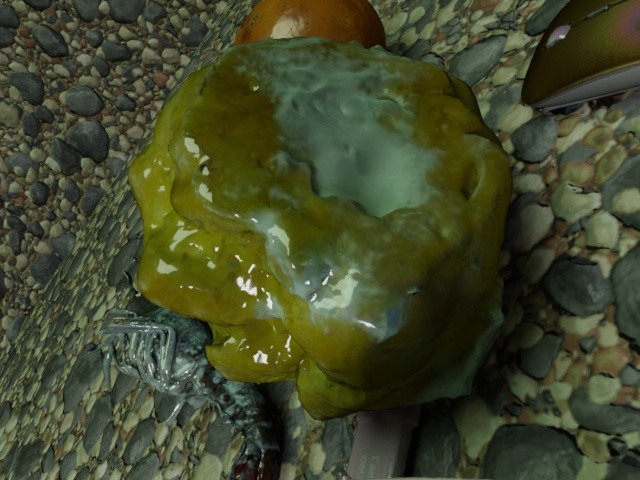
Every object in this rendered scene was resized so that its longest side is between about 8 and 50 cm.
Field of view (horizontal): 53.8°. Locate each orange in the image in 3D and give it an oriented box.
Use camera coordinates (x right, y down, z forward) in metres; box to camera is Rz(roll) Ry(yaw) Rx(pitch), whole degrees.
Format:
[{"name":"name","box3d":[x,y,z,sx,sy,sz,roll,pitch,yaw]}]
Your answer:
[{"name":"orange","box3d":[-0.026,-0.292,1.042,0.283,0.226,0.284,-33,43,38]}]

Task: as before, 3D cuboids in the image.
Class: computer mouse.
[{"name":"computer mouse","box3d":[0.328,-0.215,0.614,0.310,0.071,0.158,-4,55,54]}]

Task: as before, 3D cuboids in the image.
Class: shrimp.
[{"name":"shrimp","box3d":[-0.184,0.179,0.837,0.410,0.221,0.166,26,71,36]}]

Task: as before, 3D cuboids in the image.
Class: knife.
[{"name":"knife","box3d":[0.039,0.281,0.573,0.132,0.038,0.399,-18,45,43]}]

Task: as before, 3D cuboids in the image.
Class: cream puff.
[{"name":"cream puff","box3d":[0.000,0.000,0.613,0.276,0.377,0.379,113,171,-55]}]

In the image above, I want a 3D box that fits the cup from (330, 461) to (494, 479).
[{"name":"cup","box3d":[0.076,0.284,0.340,0.253,0.253,0.274,-26,49,40]}]
